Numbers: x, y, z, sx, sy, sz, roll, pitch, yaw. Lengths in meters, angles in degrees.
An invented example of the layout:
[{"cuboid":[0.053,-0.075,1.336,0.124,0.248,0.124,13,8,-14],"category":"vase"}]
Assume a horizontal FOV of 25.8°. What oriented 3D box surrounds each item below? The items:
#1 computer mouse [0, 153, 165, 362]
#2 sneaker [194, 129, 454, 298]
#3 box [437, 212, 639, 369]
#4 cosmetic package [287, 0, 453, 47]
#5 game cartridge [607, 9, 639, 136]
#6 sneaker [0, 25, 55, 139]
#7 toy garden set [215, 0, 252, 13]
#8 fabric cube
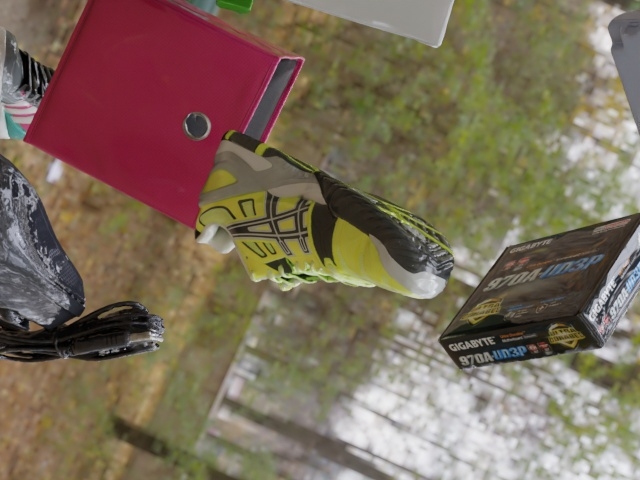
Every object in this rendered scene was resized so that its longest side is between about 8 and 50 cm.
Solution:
[{"cuboid":[-0.266,0.028,1.182,0.072,0.189,0.272,-74,148,-40],"category":"computer mouse"},{"cuboid":[0.000,0.000,1.576,0.385,0.145,0.147,28,-86,48],"category":"sneaker"},{"cuboid":[0.256,0.058,1.548,0.220,0.051,0.175,-16,-153,51],"category":"box"},{"cuboid":[0.051,-0.347,1.487,0.138,0.225,0.224,-80,-173,-78],"category":"cosmetic package"},{"cuboid":[0.494,-0.182,1.623,0.060,0.294,0.196,-50,130,-36],"category":"game cartridge"},{"cuboid":[-0.399,-0.222,2.052,0.295,0.179,0.123,116,-26,-72],"category":"sneaker"},{"cuboid":[-0.188,-0.394,1.707,0.049,0.244,0.203,135,-33,-71],"category":"toy garden set"},{"cuboid":[-0.201,-0.191,1.882,0.254,0.258,0.259,-63,177,9],"category":"fabric cube"}]
